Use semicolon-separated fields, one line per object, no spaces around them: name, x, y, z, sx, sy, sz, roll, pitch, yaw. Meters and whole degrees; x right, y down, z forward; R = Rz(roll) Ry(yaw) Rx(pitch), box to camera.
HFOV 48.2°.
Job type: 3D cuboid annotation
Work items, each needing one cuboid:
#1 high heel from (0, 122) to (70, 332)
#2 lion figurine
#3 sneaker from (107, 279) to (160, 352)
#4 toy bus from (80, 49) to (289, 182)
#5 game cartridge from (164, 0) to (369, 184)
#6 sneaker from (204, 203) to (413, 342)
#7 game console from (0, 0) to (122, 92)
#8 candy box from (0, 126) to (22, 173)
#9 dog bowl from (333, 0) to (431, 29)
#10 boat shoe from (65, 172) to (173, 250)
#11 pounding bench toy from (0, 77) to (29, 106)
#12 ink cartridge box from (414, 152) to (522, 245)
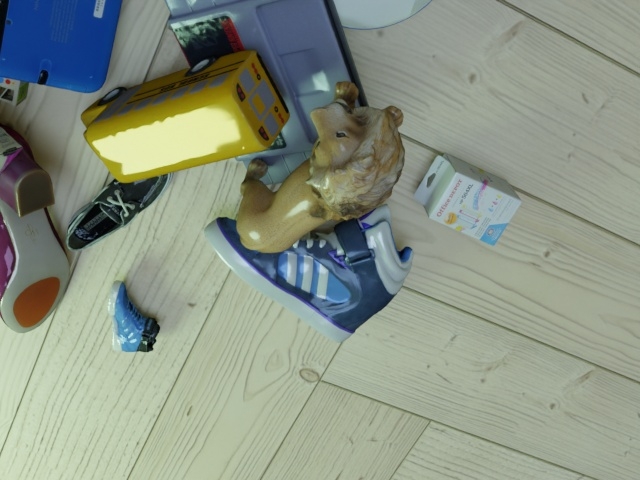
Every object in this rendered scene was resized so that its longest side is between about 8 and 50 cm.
high heel;-0.509;-0.018;1.175;0.181;0.127;0.377;40;130;25
lion figurine;-0.017;-0.067;0.947;0.142;0.240;0.392;31;138;-14
sneaker;-0.323;0.136;1.257;0.085;0.058;0.152;6;121;0
toy bus;-0.208;-0.166;1.009;0.333;0.130;0.108;-9;127;31
game cartridge;-0.065;-0.236;1.019;0.230;0.068;0.355;-8;128;22
sneaker;0.000;0.000;1.184;0.323;0.130;0.236;38;100;-16
game console;-0.420;-0.380;0.987;0.250;0.173;0.293;4;110;-40
candy box;-0.557;-0.151;0.982;0.159;0.071;0.233;-42;98;16
dog bowl;0.059;-0.428;0.973;0.265;0.104;0.264;-2;117;-3
boat shoe;-0.323;-0.058;1.154;0.219;0.070;0.078;-39;113;15
pounding bench toy;-0.469;-0.252;1.057;0.065;0.052;0.083;17;114;-11
ink cartridge box;0.235;-0.071;1.172;0.143;0.090;0.092;21;114;-14
